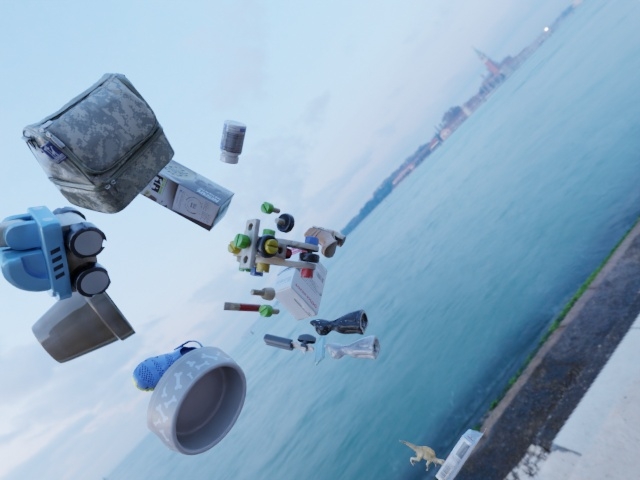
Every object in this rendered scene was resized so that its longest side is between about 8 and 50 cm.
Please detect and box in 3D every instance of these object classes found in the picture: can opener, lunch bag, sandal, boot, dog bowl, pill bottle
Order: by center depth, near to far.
[{"bbox_3d":[-0.568,-0.254,1.043,0.256,0.213,0.305,77,-146,-47],"label":"lunch bag"},{"bbox_3d":[-0.388,0.535,1.333,0.349,0.102,0.348,-23,-61,-49],"label":"dog bowl"},{"bbox_3d":[-0.304,-0.337,1.385,0.078,0.078,0.137,-41,-30,-64],"label":"pill bottle"},{"bbox_3d":[-0.573,0.466,1.553,0.138,0.126,0.317,-47,-14,28],"label":"sandal"},{"bbox_3d":[0.000,0.000,1.612,0.197,0.152,0.072,-33,-39,-63],"label":"boot"},{"bbox_3d":[-0.157,0.522,2.074,0.074,0.281,0.093,76,-156,-45],"label":"can opener"}]

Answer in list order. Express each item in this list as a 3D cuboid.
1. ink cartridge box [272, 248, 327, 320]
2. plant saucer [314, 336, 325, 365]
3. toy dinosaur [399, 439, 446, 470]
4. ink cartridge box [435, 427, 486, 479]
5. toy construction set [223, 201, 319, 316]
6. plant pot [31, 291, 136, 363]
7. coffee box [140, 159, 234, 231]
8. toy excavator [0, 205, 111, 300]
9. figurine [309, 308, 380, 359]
[{"bbox_3d":[-0.086,0.181,1.765,0.114,0.197,0.272,-23,31,28],"label":"ink cartridge box"},{"bbox_3d":[-0.002,0.564,2.076,0.067,0.018,0.192,-48,11,16],"label":"plant saucer"},{"bbox_3d":[0.339,0.713,1.349,0.053,0.183,0.092,-50,-17,-53],"label":"toy dinosaur"},{"bbox_3d":[0.404,0.598,1.145,0.179,0.045,0.145,13,-72,-60],"label":"ink cartridge box"},{"bbox_3d":[-0.179,0.061,1.079,0.237,0.257,0.308,15,-78,-52],"label":"toy construction set"},{"bbox_3d":[-0.966,0.335,1.629,0.280,0.323,0.323,-38,-5,-26],"label":"plant pot"},{"bbox_3d":[-0.497,-0.177,1.508,0.118,0.297,0.168,-59,5,24],"label":"coffee box"},{"bbox_3d":[-0.894,0.006,1.166,0.445,0.222,0.432,-19,-55,-43],"label":"toy excavator"},{"bbox_3d":[0.090,0.359,1.484,0.210,0.214,0.092,-12,30,26],"label":"figurine"}]
